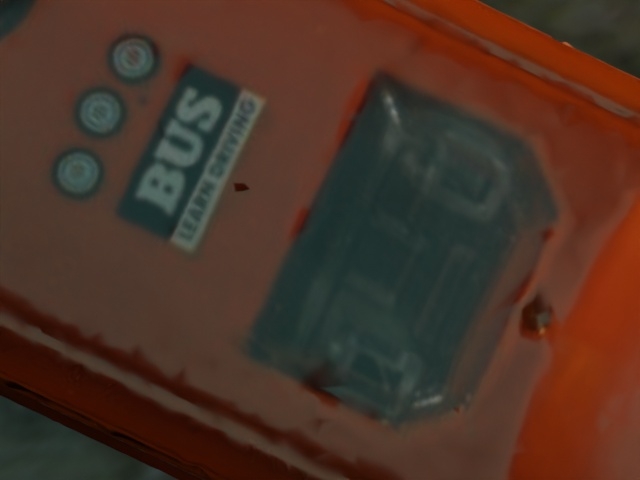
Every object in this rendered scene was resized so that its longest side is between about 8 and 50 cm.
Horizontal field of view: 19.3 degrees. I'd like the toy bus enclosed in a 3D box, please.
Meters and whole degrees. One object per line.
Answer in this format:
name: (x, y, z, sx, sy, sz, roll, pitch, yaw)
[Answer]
toy bus: (0.000, 0.000, 0.434, 0.329, 0.153, 0.143, 26, 86, -2)
